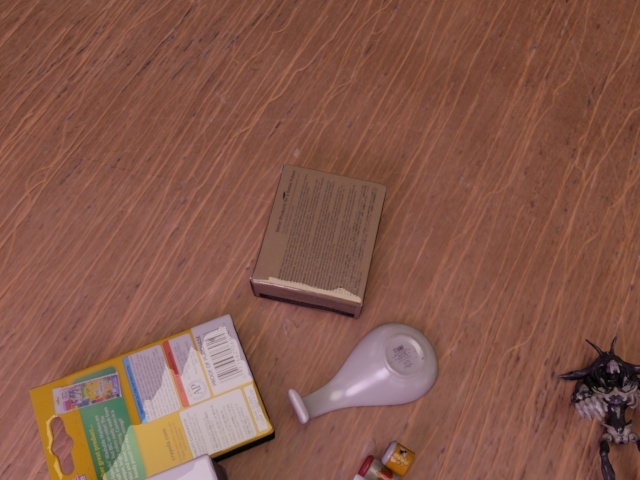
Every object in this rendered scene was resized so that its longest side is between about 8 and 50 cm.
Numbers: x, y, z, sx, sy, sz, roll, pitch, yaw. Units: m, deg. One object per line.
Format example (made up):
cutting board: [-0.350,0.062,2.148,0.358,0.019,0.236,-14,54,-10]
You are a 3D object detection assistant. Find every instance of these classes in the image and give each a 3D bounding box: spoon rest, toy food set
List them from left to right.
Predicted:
toy food set: [0.035,0.388,0.963,0.104,0.111,0.232,31,71,10]
spoon rest: [0.071,0.223,1.069,0.276,0.084,0.137,-18,69,-25]

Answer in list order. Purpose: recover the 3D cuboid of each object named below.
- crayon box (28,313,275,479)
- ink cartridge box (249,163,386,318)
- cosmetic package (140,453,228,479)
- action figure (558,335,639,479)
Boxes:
crayon box: [-0.256,0.270,1.018,0.323,0.083,0.203,-20,68,-12]
ink cartridge box: [0.000,0.000,1.148,0.193,0.088,0.235,12,67,4]
cosmetic package: [-0.225,0.402,0.883,0.224,0.225,0.138,-19,68,-10]
action figure: [0.474,0.276,1.023,0.164,0.141,0.276,-5,67,7]
